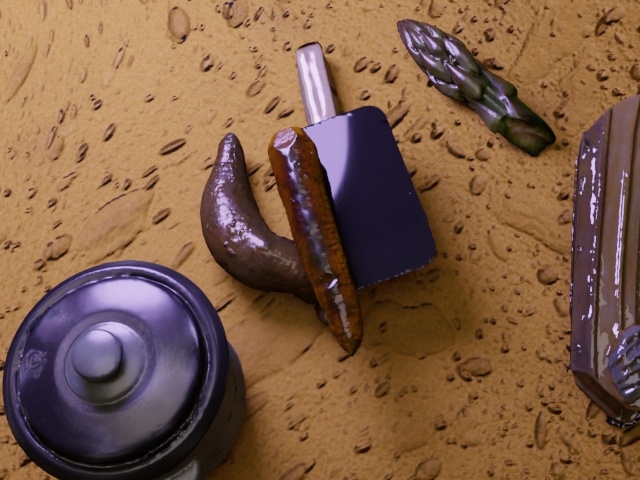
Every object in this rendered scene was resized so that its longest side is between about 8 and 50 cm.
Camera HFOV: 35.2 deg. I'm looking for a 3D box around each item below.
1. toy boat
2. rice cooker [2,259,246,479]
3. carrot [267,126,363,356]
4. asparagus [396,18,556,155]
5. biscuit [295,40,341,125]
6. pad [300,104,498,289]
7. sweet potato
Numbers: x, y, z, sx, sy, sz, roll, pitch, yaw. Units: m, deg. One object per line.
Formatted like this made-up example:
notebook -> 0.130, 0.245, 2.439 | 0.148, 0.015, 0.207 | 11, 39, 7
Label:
toy boat -> 0.405, 0.008, 1.292 | 0.162, 0.136, 0.445 | 4, 71, 11
rice cooker -> -0.224, 0.176, 1.214 | 0.264, 0.316, 0.316 | -21, 70, -2
carrot -> 0.000, 0.000, 1.281 | 0.066, 0.066, 0.314 | -18, 70, 0
asparagus -> 0.209, -0.225, 1.423 | 0.080, 0.080, 0.287 | -41, 71, -8
biscuit -> 0.002, -0.193, 1.444 | 0.052, 0.056, 0.188 | -13, 71, 1
pad -> 0.118, -0.072, 1.346 | 0.323, 0.055, 0.250 | -12, 66, -13
sweet potato -> -0.088, -0.003, 1.369 | 0.124, 0.098, 0.310 | -27, 67, -26
